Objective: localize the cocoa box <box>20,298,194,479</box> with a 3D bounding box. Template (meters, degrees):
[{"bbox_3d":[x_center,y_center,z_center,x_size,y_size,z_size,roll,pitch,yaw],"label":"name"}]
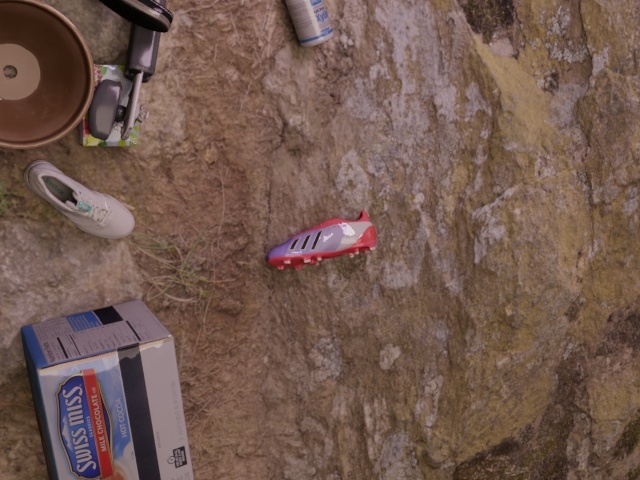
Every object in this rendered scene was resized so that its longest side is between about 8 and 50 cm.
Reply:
[{"bbox_3d":[-0.378,0.317,1.406,0.228,0.231,0.347,-12,107,-25],"label":"cocoa box"}]

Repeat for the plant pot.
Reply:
[{"bbox_3d":[-0.494,-0.270,1.274,0.237,0.110,0.237,-6,104,-27],"label":"plant pot"}]

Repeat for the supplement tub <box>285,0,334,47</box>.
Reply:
[{"bbox_3d":[-0.022,-0.431,1.512,0.071,0.071,0.107,-30,115,-19],"label":"supplement tub"}]

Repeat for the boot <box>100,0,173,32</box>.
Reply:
[{"bbox_3d":[-0.309,-0.468,1.298,0.236,0.085,0.178,33,81,4],"label":"boot"}]

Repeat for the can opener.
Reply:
[{"bbox_3d":[-0.321,-0.303,1.340,0.093,0.074,0.280,16,77,-25],"label":"can opener"}]

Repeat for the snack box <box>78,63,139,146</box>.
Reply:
[{"bbox_3d":[-0.373,-0.237,1.388,0.100,0.037,0.141,-5,103,-29],"label":"snack box"}]

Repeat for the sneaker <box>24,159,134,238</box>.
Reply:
[{"bbox_3d":[-0.414,-0.060,1.376,0.212,0.094,0.080,33,84,-31],"label":"sneaker"}]

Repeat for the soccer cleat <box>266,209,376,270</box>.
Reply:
[{"bbox_3d":[0.000,0.000,1.634,0.248,0.083,0.095,-10,77,-21],"label":"soccer cleat"}]
